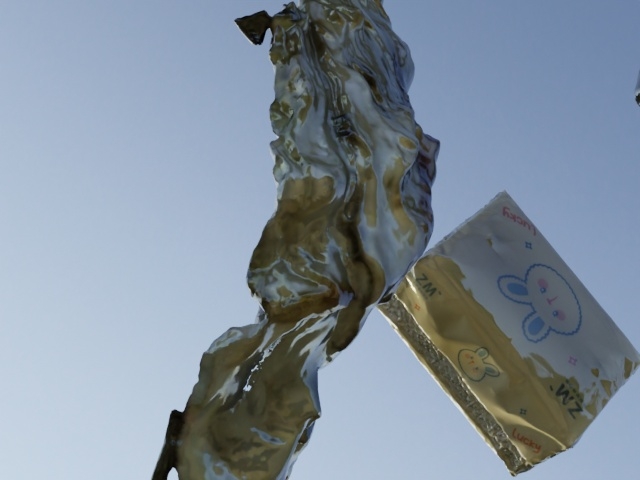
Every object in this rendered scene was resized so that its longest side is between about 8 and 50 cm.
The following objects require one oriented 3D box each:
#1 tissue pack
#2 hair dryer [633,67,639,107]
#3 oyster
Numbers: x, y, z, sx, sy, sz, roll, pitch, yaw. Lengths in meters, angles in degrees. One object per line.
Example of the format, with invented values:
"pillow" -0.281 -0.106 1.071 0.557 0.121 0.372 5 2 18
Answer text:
"tissue pack" 0.162 0.076 0.993 0.196 0.148 0.092 52 -41 3
"hair dryer" 0.235 -0.200 0.713 0.189 0.107 0.352 19 -96 -23
"oyster" 0.003 -0.001 0.588 0.107 0.355 0.201 7 -17 6
